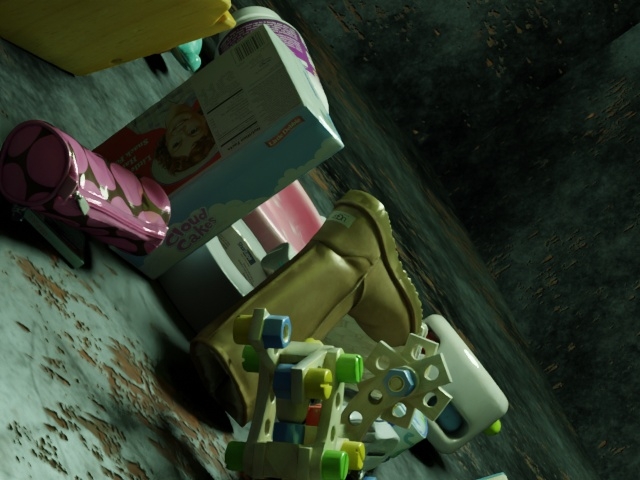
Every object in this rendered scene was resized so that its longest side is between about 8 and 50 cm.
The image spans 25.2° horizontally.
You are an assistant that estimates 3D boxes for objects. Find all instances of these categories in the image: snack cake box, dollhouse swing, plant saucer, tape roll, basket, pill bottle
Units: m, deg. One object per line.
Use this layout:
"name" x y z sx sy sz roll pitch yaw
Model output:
"snack cake box" -0.122 -0.096 1.572 0.089 0.264 0.152 43 17 -47
"dollhouse swing" -0.310 -0.392 1.647 0.347 0.315 0.305 25 52 -67
"plant saucer" -0.093 -0.051 2.028 0.332 0.084 0.332 51 13 -16
"tape roll" -0.121 0.036 1.696 0.219 0.072 0.219 52 11 -14
"basket" 0.040 0.130 1.775 0.167 0.113 0.103 19 -2 4
"pill bottle" -0.093 -0.282 2.464 0.169 0.169 0.301 47 15 -35

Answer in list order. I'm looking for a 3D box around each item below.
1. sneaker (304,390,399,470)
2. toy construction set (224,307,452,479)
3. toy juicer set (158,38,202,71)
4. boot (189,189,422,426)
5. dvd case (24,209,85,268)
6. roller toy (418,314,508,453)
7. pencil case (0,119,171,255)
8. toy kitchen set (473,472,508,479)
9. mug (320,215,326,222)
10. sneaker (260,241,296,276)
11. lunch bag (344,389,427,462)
"sneaker" 0.016 0.225 1.721 0.091 0.094 0.258 43 1 21
"toy construction set" 0.010 0.180 1.479 0.328 0.151 0.215 7 85 -58
"toy juicer set" -0.233 -0.315 2.244 0.329 0.089 0.209 54 -7 9
"boot" -0.013 0.104 1.583 0.089 0.269 0.236 15 -40 40
"dvd case" -0.267 -0.032 1.435 0.087 0.013 0.119 49 12 -28
"roller toy" 0.179 0.223 2.203 0.209 0.146 0.191 53 1 20
"pencil case" -0.222 -0.043 1.392 0.098 0.095 0.209 22 -2 27
"toy kitchen set" 0.217 0.399 2.027 0.166 0.122 0.207 -102 175 -64
"mug" -0.002 -0.002 2.361 0.062 0.078 0.064 0 38 -36
"sneaker" -0.033 0.054 1.686 0.061 0.054 0.152 54 11 -19
"lunch bag" 0.053 0.184 1.923 0.219 0.090 0.176 55 6 -7
